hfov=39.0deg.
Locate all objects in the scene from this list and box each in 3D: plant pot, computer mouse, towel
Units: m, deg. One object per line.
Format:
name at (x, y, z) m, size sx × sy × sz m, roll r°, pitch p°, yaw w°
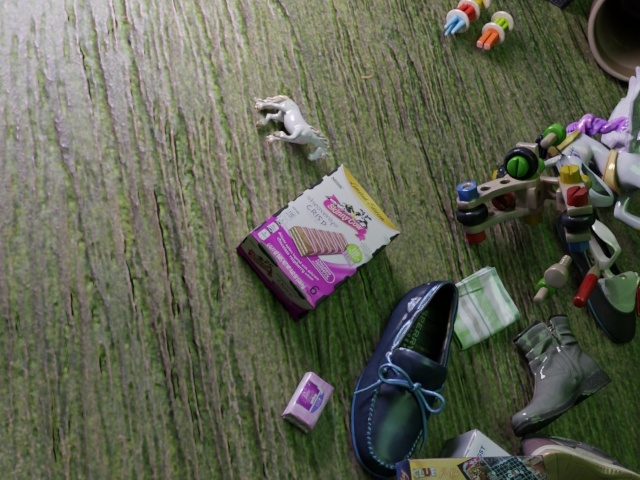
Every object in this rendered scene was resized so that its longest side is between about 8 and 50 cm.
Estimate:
plant pot at (0.738, -0.516, 2.031) m, size 0.263 × 0.263 × 0.229 m, roll 36°, pitch 38°, yaw -9°
computer mouse at (0.479, -0.129, 1.725) m, size 0.042 × 0.106 × 0.193 m, roll -41°, pitch 83°, yaw -16°
towel at (0.280, 0.118, 1.605) m, size 0.152 × 0.023 × 0.113 m, roll -23°, pitch 79°, yaw -34°

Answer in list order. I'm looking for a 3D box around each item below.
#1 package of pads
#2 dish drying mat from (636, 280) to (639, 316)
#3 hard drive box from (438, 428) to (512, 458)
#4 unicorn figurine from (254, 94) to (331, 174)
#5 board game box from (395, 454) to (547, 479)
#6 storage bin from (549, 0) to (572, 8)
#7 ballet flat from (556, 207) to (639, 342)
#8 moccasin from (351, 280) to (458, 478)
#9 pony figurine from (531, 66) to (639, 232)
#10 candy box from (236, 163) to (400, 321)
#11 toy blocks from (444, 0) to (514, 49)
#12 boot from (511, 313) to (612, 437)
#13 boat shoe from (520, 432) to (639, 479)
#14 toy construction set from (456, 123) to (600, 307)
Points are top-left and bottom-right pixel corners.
package of pads at (-0.019, 0.248, 1.382) m, size 0.050 × 0.032 × 0.083 m, roll 38°, pitch 56°, yaw -9°
dish drying mat at (0.646, 0.116, 1.808) m, size 0.032 × 0.008 × 0.083 m, roll 19°, pitch 60°, yaw -20°
hard drive box at (0.276, 0.441, 1.412) m, size 0.232 × 0.089 × 0.181 m, roll 39°, pitch 55°, yaw -7°
unicorn figurine at (-0.047, -0.191, 1.556) m, size 0.111 × 0.060 × 0.162 m, roll -11°, pitch 73°, yaw -31°
board game box at (0.234, 0.403, 1.327) m, size 0.243 × 0.042 × 0.165 m, roll 5°, pitch 66°, yaw -25°
storage bin at (0.547, -0.638, 2.064) m, size 0.122 × 0.084 × 0.180 m, roll 24°, pitch 57°, yaw -16°
ballet flat at (0.543, 0.059, 1.727) m, size 0.095 × 0.096 × 0.281 m, roll -18°, pitch 77°, yaw -33°
moccasin at (0.136, 0.201, 1.433) m, size 0.137 × 0.117 × 0.342 m, roll 25°, pitch 58°, yaw -16°
pony figurine at (0.648, -0.195, 1.800) m, size 0.363 × 0.303 × 0.351 m, roll 36°, pitch 82°, yaw 12°
candy box at (0.000, 0.000, 1.485) m, size 0.159 × 0.071 × 0.233 m, roll 49°, pitch 54°, yaw 1°
toy blocks at (0.324, -0.443, 1.872) m, size 0.123 × 0.054 × 0.148 m, roll 44°, pitch 55°, yaw -2°
boot at (0.385, 0.233, 1.588) m, size 0.246 × 0.083 × 0.161 m, roll -22°, pitch 68°, yaw -35°
boat shoe at (0.455, 0.392, 1.526) m, size 0.285 × 0.103 × 0.092 m, roll 24°, pitch 23°, yaw -23°
toy construction set at (0.422, -0.055, 1.657) m, size 0.309 × 0.257 × 0.237 m, roll 58°, pitch 41°, yaw -8°
